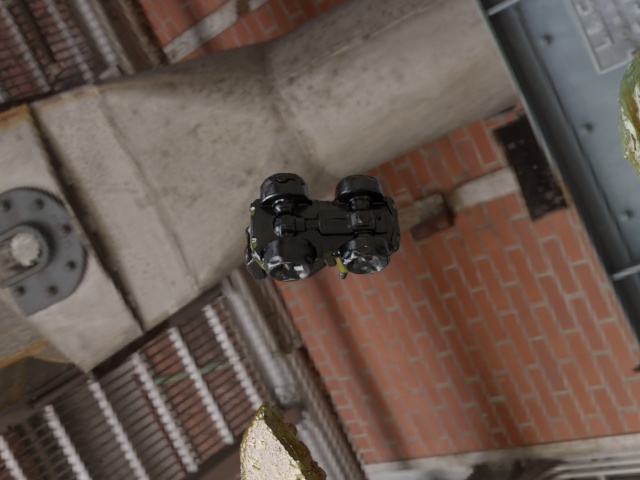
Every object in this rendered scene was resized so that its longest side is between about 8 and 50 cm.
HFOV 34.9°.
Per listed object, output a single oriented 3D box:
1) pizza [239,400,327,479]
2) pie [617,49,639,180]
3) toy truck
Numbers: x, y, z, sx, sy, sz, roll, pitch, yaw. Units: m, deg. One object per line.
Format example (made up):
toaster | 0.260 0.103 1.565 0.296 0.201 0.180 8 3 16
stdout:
pizza | -0.040 0.378 1.557 0.058 0.197 0.292 -30 -61 -47
pie | 0.507 -0.142 1.380 0.071 0.306 0.306 -25 -86 -15
toy truck | 0.000 0.000 1.504 0.224 0.165 0.147 -3 -119 -7
